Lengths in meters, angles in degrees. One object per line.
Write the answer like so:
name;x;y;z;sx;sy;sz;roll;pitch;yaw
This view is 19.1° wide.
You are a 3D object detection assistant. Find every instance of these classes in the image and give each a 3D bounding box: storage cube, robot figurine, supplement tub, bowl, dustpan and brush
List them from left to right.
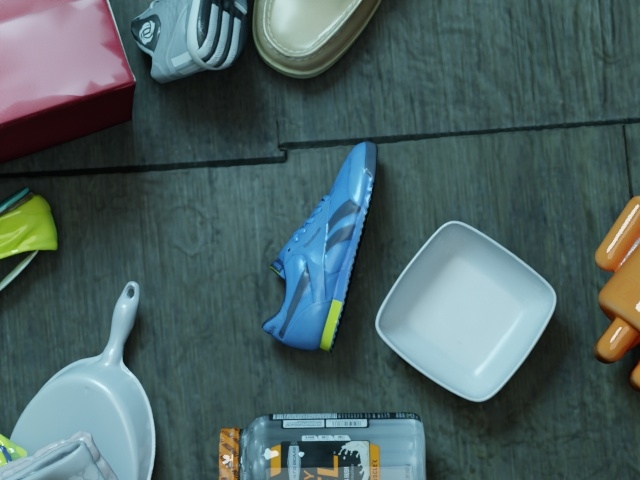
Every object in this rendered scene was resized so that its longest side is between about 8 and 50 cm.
storage cube;-0.290;-0.182;1.763;0.193;0.215;0.183;-19;86;-8
dustpan and brush;-0.210;0.142;1.810;0.147;0.060;0.211;17;101;17
supplement tub;0.002;0.219;1.777;0.190;0.117;0.117;-2;86;0
bowl;0.137;0.070;1.818;0.142;0.053;0.142;36;86;3
robot figurine;0.349;0.042;1.783;0.219;0.128;0.158;-51;44;-3

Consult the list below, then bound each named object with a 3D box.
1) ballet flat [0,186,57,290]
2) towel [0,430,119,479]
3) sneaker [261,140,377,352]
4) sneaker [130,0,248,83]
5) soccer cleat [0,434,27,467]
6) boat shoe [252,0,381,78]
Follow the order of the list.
ballet flat;-0.354;0.032;1.816;0.231;0.077;0.077;-28;103;-4
towel;-0.287;0.370;1.747;0.332;0.053;0.317;-26;110;0
sneaker;0.000;0.000;1.816;0.082;0.069;0.209;16;86;5
sneaker;-0.127;-0.248;1.828;0.086;0.132;0.228;35;50;-33
soccer cleat;-0.344;0.198;1.794;0.121;0.093;0.289;-29;90;-4
boat shoe;0.031;-0.318;1.816;0.122;0.110;0.341;25;86;2
